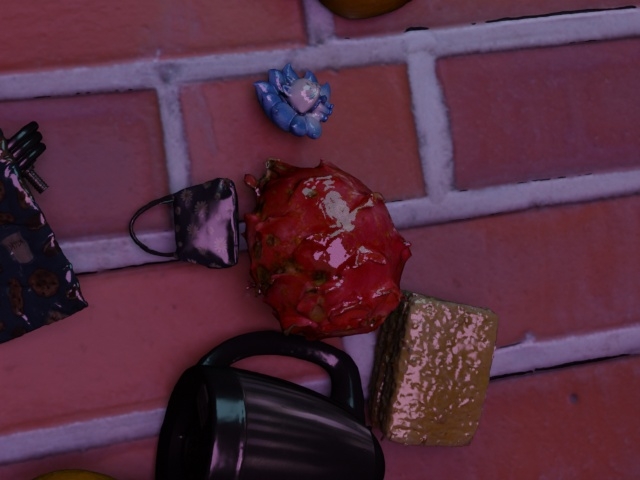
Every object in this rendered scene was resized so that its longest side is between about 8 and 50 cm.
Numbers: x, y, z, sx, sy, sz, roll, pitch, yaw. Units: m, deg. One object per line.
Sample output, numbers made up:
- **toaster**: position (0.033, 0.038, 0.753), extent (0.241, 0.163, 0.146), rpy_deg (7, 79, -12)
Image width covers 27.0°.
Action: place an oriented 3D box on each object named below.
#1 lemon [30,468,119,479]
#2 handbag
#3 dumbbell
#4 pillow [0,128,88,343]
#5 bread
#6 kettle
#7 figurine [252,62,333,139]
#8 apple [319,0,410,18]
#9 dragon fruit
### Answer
- **lemon**: position (-0.292, 0.361, 1.571), extent (0.244, 0.187, 0.187), rpy_deg (-22, 94, -4)
- **handbag**: position (-0.173, -0.020, 1.685), extent (0.139, 0.072, 0.115), rpy_deg (-2, 91, -2)
- **dumbbell**: position (-0.404, -0.138, 1.602), extent (0.099, 0.099, 0.208), rpy_deg (-43, 99, -12)
- **pillow**: position (-0.405, 0.000, 1.574), extent (0.188, 0.034, 0.256), rpy_deg (-22, 102, 17)
- **bread**: position (0.144, 0.169, 1.740), extent (0.138, 0.102, 0.196), rpy_deg (10, 89, -12)
- **kettle**: position (-0.051, 0.262, 1.660), extent (0.271, 0.251, 0.207), rpy_deg (12, 116, -22)
- **figurine**: position (-0.038, -0.183, 1.714), extent (0.114, 0.079, 0.114), rpy_deg (14, 61, -26)
- **apple**: position (0.085, -0.466, 1.736), extent (0.179, 0.254, 0.346), rpy_deg (15, 80, 28)
- **dragon fruit**: position (0.000, 0.000, 1.663), extent (0.210, 0.205, 0.268), rpy_deg (-47, 63, 26)
